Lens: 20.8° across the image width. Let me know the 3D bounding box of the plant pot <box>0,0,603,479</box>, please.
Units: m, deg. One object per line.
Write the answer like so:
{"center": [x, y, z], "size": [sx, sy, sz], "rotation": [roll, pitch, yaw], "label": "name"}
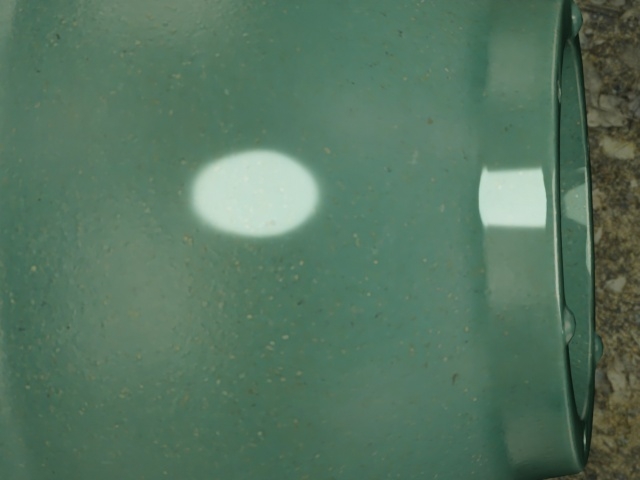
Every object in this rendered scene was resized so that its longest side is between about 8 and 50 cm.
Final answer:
{"center": [0.000, 0.000, 0.639], "size": [0.293, 0.196, 0.293], "rotation": [-2, 90, -77], "label": "plant pot"}
